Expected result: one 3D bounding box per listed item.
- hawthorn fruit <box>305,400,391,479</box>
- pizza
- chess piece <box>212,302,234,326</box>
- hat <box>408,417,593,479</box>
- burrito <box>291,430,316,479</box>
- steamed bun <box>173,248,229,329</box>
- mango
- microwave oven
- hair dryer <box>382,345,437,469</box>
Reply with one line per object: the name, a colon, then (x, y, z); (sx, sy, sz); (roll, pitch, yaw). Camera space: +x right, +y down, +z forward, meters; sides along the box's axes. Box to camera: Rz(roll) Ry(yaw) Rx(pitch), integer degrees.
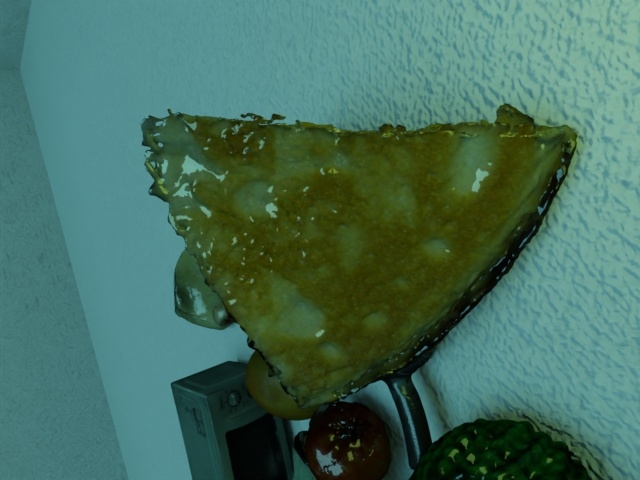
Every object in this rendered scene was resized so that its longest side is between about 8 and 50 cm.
hawthorn fruit: (0.046, 0.360, 0.760); (0.148, 0.148, 0.171); (38, 143, 37)
pizza: (0.040, 0.041, 0.527); (0.080, 0.436, 0.391); (-90, 1, -63)
chess piece: (-0.209, 0.164, 1.039); (0.038, 0.084, 0.083); (57, 137, 21)
hat: (0.167, 0.372, 0.468); (0.274, 0.332, 0.242); (60, 140, 15)
burrito: (-0.007, 0.520, 0.909); (0.144, 0.089, 0.228); (31, 123, 57)
steamed bun: (-0.313, 0.145, 1.141); (0.213, 0.111, 0.231); (27, 123, 42)
mango: (-0.053, 0.270, 0.861); (0.221, 0.121, 0.151); (0, 102, 43)
microwave oven: (-0.193, 0.447, 1.029); (0.238, 0.181, 0.294); (-10, 93, 52)
hair dryer: (0.104, 0.259, 0.673); (0.236, 0.091, 0.271); (-35, 65, 49)
